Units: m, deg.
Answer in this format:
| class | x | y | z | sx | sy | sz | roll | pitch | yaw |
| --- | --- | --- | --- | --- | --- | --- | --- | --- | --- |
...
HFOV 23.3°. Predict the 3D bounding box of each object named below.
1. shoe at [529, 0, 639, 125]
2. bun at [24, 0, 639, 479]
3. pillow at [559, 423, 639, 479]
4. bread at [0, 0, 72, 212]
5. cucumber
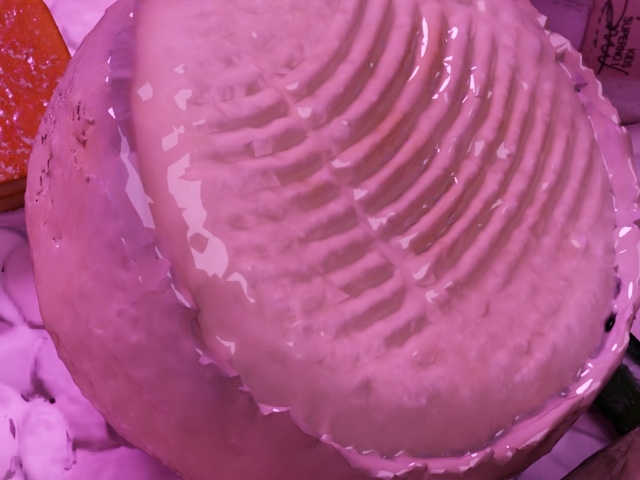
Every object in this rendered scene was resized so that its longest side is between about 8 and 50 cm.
| class | x | y | z | sx | sy | sz | roll | pitch | yaw |
| --- | --- | --- | --- | --- | --- | --- | --- | --- | --- |
| shoe | 0.110 | -0.180 | 0.750 | 0.351 | 0.198 | 0.172 | 8 | 62 | -16 |
| bun | 0.000 | 0.000 | 0.639 | 0.259 | 0.152 | 0.259 | 11 | 66 | -27 |
| pillow | 0.198 | 0.132 | 0.642 | 0.302 | 0.075 | 0.185 | -32 | 76 | -17 |
| bread | -0.148 | -0.058 | 0.682 | 0.090 | 0.035 | 0.094 | -18 | 71 | -27 |
| cucumber | 0.159 | 0.084 | 0.722 | 0.039 | 0.039 | 0.168 | -35 | 81 | -32 |
